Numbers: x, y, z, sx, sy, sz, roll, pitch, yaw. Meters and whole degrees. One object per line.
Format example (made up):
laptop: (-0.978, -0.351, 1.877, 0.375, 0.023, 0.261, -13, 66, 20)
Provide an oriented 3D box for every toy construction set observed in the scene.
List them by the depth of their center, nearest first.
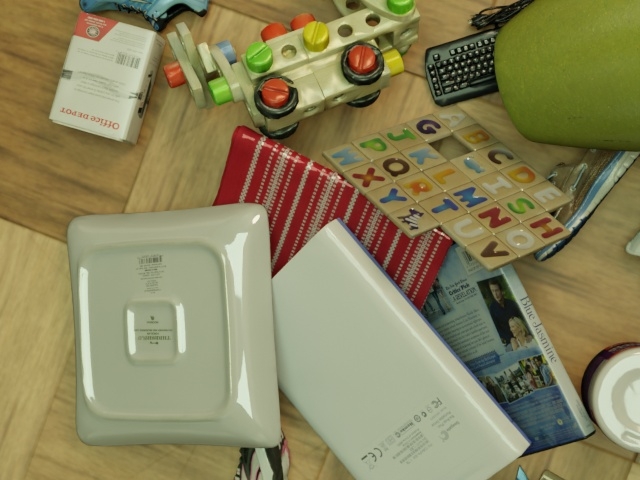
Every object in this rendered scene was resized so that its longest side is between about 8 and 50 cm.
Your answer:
toy construction set: (-0.026, -0.234, 1.425, 0.327, 0.151, 0.215, -27, 71, 6)

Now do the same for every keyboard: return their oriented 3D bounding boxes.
keyboard: (0.212, -0.228, 1.462, 0.192, 0.038, 0.100, -17, 86, 5)

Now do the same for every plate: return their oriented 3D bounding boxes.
plate: (-0.183, 0.102, 1.453, 0.277, 0.045, 0.278, -3, 89, 26)

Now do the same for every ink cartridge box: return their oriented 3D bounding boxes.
ink cartridge box: (-0.253, -0.192, 1.507, 0.099, 0.056, 0.135, 17, 90, 8)

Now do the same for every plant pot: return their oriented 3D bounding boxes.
plant pot: (0.342, -0.202, 1.326, 0.293, 0.274, 0.275, -13, 86, 32)

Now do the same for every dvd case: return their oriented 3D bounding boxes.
dvd case: (0.185, 0.119, 1.399, 0.022, 0.180, 0.253, -23, 84, -35)

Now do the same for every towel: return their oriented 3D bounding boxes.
towel: (0.000, 0.000, 1.432, 0.274, 0.031, 0.199, 27, 130, 7)

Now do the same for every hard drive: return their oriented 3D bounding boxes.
hard drive: (0.058, 0.157, 1.415, 0.319, 0.040, 0.210, 50, 129, 6)

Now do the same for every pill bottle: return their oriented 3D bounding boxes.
pill bottle: (0.336, 0.164, 1.355, 0.108, 0.193, 0.108, 0, 88, 6)

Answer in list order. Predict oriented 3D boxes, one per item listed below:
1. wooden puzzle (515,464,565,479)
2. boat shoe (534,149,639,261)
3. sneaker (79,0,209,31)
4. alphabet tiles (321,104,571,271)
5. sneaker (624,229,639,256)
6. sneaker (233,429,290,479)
wooden puzzle: (0.270, 0.311, 1.449, 0.116, 0.014, 0.079, 23, 91, 8)
boat shoe: (0.289, -0.058, 1.438, 0.066, 0.066, 0.183, 39, 83, 11)
sneaker: (-0.209, -0.285, 1.503, 0.162, 0.063, 0.073, -6, 91, 7)
alphabet tiles: (0.149, -0.057, 1.366, 0.198, 0.009, 0.237, -21, 49, -31)
sneaker: (0.416, 0.058, 1.418, 0.083, 0.071, 0.191, -40, 76, 11)
sneaker: (-0.076, 0.280, 1.467, 0.077, 0.072, 0.178, -18, 80, 17)
